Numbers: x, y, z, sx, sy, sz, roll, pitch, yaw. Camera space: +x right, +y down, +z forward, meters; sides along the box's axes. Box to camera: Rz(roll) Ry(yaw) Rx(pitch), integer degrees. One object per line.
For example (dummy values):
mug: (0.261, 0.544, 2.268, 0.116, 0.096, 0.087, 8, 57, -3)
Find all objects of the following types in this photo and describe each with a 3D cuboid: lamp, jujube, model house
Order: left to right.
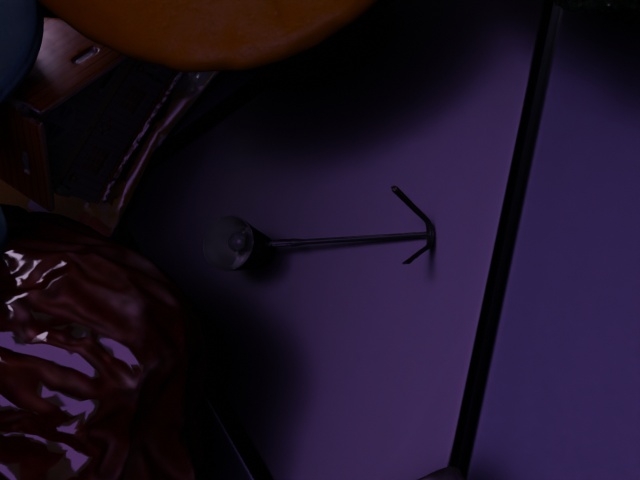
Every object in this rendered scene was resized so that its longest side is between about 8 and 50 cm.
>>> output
jujube: (-0.223, 0.084, 0.652, 0.342, 0.216, 0.216, 10, 84, 22)
model house: (-0.188, -0.125, 0.696, 0.219, 0.136, 0.207, 34, 93, 17)
lamp: (-0.001, 0.000, 0.677, 0.121, 0.054, 0.041, -6, 80, 21)

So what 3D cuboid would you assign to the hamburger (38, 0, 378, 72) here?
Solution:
hamburger: (-0.060, -0.211, 0.597, 0.246, 0.246, 0.170, -26, 37, 10)

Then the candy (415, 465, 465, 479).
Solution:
candy: (-0.012, 0.238, 0.585, 0.265, 0.116, 0.155, -30, 46, 8)

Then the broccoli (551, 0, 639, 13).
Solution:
broccoli: (0.185, -0.237, 0.586, 0.270, 0.270, 0.270, 5, 82, -18)

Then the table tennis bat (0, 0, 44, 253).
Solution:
table tennis bat: (-0.192, -0.076, 0.598, 0.124, 0.033, 0.201, -22, 63, -1)
